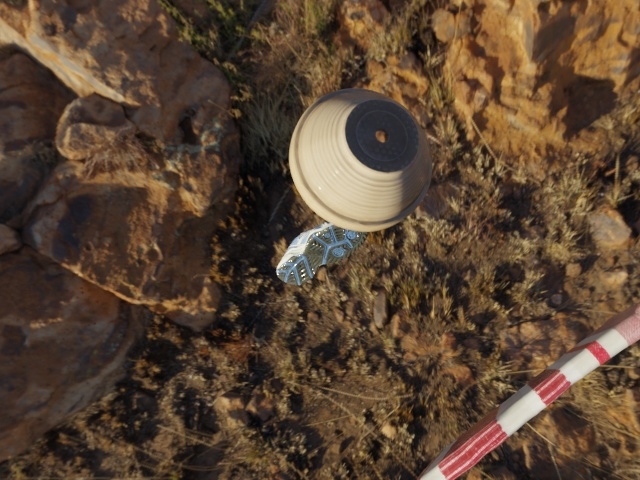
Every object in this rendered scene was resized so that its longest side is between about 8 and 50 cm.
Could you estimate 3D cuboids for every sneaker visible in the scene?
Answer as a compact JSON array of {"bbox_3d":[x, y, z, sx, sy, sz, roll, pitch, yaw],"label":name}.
[{"bbox_3d":[0.000,0.000,0.907,0.211,0.080,0.081,-30,33,33],"label":"sneaker"}]

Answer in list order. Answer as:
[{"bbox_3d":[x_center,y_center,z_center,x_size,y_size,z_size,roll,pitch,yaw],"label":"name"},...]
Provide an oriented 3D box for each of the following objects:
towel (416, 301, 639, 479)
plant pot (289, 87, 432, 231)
[{"bbox_3d":[0.266,0.193,0.618,0.329,0.237,0.037,-41,66,7],"label":"towel"},{"bbox_3d":[0.076,-0.141,0.778,0.237,0.110,0.237,3,76,-12],"label":"plant pot"}]
